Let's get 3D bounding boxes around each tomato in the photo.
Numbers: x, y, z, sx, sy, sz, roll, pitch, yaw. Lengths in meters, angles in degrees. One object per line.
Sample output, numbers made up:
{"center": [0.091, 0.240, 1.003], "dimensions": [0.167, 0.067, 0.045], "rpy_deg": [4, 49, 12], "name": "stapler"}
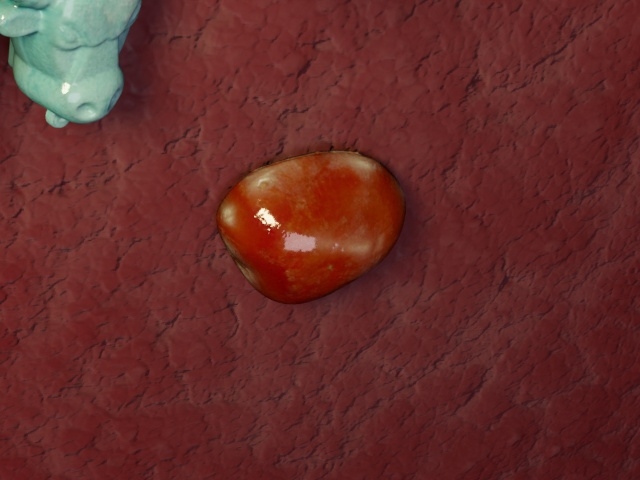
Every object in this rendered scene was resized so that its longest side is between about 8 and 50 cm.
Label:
{"center": [0.003, -0.007, 1.374], "dimensions": [0.174, 0.082, 0.166], "rpy_deg": [-28, 137, -2], "name": "tomato"}

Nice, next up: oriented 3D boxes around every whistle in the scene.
{"center": [-0.181, -0.200, 1.081], "dimensions": [0.186, 0.093, 0.274], "rpy_deg": [-30, 143, -44], "name": "whistle"}
